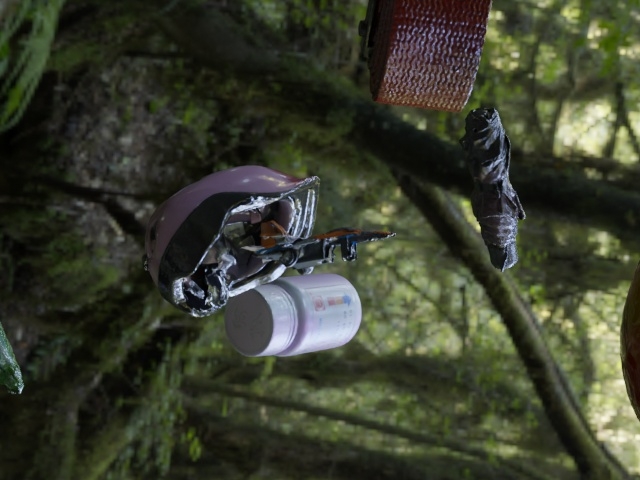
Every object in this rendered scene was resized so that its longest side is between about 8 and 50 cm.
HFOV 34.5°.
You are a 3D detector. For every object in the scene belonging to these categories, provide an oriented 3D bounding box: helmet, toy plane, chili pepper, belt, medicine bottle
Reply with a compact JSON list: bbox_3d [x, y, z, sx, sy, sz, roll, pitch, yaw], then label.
[{"bbox_3d":[-0.132,-0.016,1.388,0.253,0.154,0.198,-46,158,-34],"label":"helmet"},{"bbox_3d":[0.000,0.011,1.274,0.135,0.188,0.062,39,57,-66],"label":"toy plane"},{"bbox_3d":[-0.405,0.080,1.198,0.088,0.059,0.227,-35,-95,41],"label":"chili pepper"},{"bbox_3d":[0.103,-0.231,1.058,0.128,0.124,0.201,-91,-172,-53],"label":"belt"},{"bbox_3d":[-0.051,0.142,1.950,0.254,0.152,0.152,-5,103,-49],"label":"medicine bottle"}]

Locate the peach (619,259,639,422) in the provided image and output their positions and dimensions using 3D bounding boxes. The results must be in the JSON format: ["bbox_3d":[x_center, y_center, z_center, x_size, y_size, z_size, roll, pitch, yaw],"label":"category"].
[{"bbox_3d":[0.495,0.118,1.019,0.388,0.388,0.388,-175,-90,-86],"label":"peach"}]

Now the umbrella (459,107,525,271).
[{"bbox_3d":[0.322,-0.089,1.909,0.094,0.090,0.326,33,-37,57],"label":"umbrella"}]
